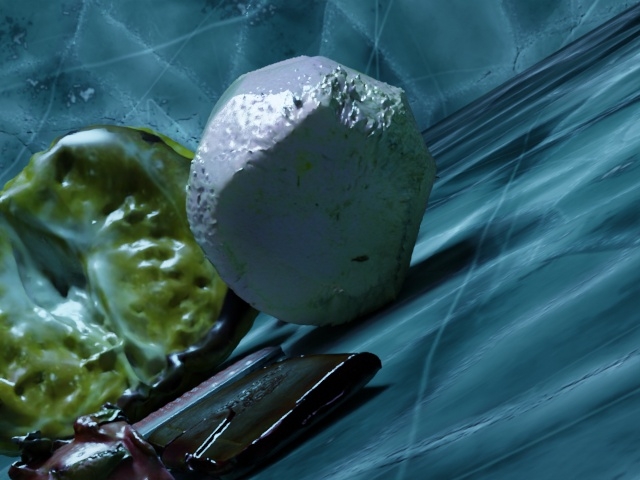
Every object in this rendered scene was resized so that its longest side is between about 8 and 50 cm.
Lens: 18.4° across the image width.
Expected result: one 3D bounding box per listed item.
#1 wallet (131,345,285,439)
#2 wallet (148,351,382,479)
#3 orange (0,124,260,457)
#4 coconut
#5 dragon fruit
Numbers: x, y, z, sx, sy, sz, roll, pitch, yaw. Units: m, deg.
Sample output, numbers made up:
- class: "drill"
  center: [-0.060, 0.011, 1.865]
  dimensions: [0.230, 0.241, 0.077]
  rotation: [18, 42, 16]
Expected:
- class: "wallet"
  center: [-0.122, 0.149, 1.717]
  dimensions: [0.196, 0.020, 0.103]
  rotation: [-32, 5, -12]
- class: "wallet"
  center: [-0.047, 0.123, 1.399]
  dimensions: [0.137, 0.031, 0.255]
  rotation: [-32, 4, -16]
- class: "orange"
  center: [-0.230, 0.059, 1.890]
  dimensions: [0.368, 0.271, 0.210]
  rotation: [-35, -8, -18]
- class: "coconut"
  center: [-0.001, -0.051, 1.748]
  dimensions: [0.233, 0.233, 0.245]
  rotation: [-31, 9, 8]
- class: "dragon fruit"
  center: [-0.153, 0.157, 1.321]
  dimensions: [0.102, 0.096, 0.147]
  rotation: [-29, 5, -13]
